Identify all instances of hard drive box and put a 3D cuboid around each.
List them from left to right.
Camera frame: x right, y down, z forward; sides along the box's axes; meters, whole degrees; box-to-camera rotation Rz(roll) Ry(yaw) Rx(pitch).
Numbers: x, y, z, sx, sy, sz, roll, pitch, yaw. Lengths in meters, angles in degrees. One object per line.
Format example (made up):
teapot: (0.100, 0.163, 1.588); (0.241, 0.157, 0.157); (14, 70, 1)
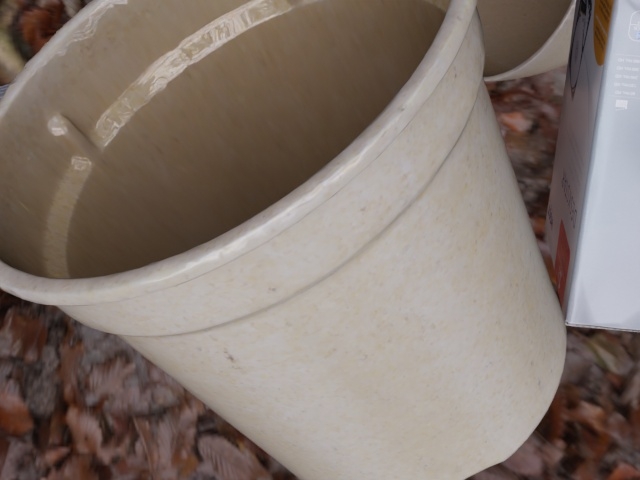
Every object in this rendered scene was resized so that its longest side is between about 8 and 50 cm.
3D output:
hard drive box: (0.223, -0.077, 0.876); (0.089, 0.181, 0.232); (5, 113, 3)

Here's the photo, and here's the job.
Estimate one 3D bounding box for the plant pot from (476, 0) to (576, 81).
plant pot: (0.233, -0.298, 1.229); (0.190, 0.284, 0.284); (-3, 101, -34)

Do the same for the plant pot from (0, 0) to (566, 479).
plant pot: (0.000, 0.000, 0.785); (0.333, 0.334, 0.305); (-36, 127, -2)

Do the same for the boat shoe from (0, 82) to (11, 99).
boat shoe: (-0.308, -0.142, 1.498); (0.109, 0.302, 0.094); (-39, 124, -47)
